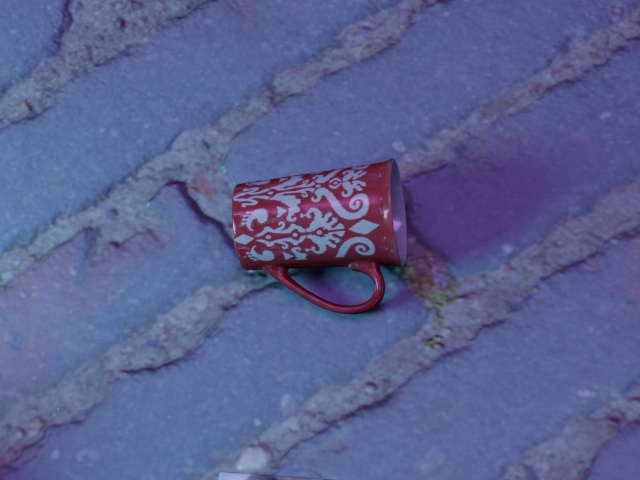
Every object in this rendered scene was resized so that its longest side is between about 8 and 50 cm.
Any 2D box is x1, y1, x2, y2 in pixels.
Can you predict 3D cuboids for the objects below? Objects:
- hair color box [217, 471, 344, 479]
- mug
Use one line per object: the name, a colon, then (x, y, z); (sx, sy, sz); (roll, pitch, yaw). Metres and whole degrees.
hair color box: (-0.022, 0.386, 1.714); (0.174, 0.105, 0.347); (2, 67, 10)
mug: (-0.002, -0.007, 2.021); (0.169, 0.113, 0.150); (-5, 53, 9)
